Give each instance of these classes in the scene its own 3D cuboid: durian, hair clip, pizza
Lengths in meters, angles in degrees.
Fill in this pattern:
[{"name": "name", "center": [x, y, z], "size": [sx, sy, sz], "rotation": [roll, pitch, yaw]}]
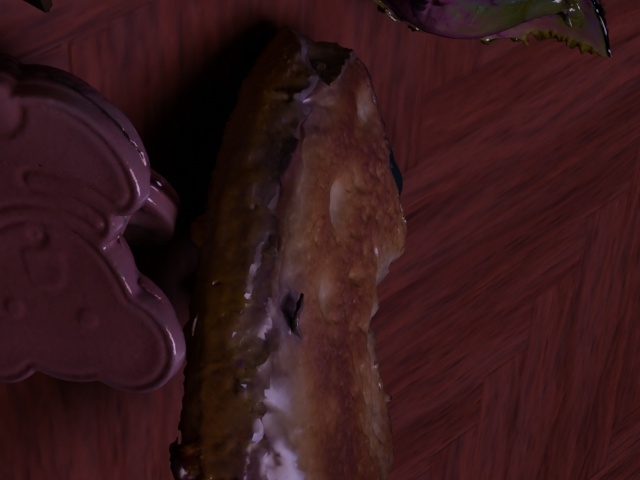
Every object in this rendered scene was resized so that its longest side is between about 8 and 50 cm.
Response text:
[{"name": "durian", "center": [0.062, -0.168, 0.839], "size": [0.108, 0.119, 0.186], "rotation": [-23, 141, 21]}, {"name": "hair clip", "center": [-0.117, -0.003, 0.726], "size": [0.138, 0.123, 0.102], "rotation": [70, 33, -58]}, {"name": "pizza", "center": [-0.021, 0.044, 0.820], "size": [0.161, 0.085, 0.306], "rotation": [24, 66, -62]}]

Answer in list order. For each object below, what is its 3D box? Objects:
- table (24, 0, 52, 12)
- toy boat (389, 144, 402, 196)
[{"name": "table", "center": [-0.113, -0.150, 0.617], "size": [0.082, 0.083, 0.070], "rotation": [-49, 151, -22]}, {"name": "toy boat", "center": [0.000, 0.000, 0.923], "size": [0.141, 0.060, 0.055], "rotation": [-51, 147, -16]}]
